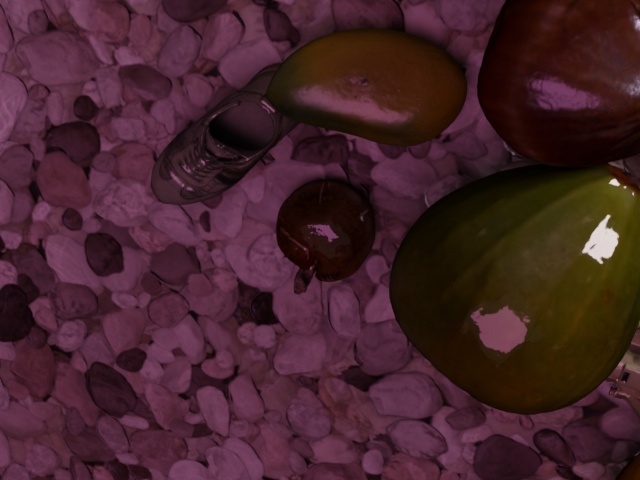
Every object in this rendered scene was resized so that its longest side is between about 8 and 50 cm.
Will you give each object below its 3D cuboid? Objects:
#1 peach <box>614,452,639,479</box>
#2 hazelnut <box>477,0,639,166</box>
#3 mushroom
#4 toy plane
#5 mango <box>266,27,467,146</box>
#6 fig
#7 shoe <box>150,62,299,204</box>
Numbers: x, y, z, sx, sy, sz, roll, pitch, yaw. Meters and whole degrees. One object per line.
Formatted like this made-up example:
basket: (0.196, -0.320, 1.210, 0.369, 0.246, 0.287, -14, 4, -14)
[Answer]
peach: (0.514, 0.392, 1.414, 0.332, 0.308, 0.308, 16, 121, 28)
hazelnut: (0.291, -0.179, 1.217, 0.229, 0.229, 0.230, 7, 118, 14)
mushroom: (-0.001, 0.001, 1.486, 0.135, 0.080, 0.171, 29, 119, 13)
toy plane: (0.420, 0.164, 1.432, 0.244, 0.092, 0.229, 13, 134, 7)
mango: (0.060, -0.193, 1.341, 0.237, 0.091, 0.137, 14, 91, -4)
fig: (0.253, 0.038, 1.311, 0.316, 0.316, 0.316, 7, 118, 14)
shoe: (-0.131, -0.126, 1.452, 0.103, 0.098, 0.275, 47, 121, -6)
